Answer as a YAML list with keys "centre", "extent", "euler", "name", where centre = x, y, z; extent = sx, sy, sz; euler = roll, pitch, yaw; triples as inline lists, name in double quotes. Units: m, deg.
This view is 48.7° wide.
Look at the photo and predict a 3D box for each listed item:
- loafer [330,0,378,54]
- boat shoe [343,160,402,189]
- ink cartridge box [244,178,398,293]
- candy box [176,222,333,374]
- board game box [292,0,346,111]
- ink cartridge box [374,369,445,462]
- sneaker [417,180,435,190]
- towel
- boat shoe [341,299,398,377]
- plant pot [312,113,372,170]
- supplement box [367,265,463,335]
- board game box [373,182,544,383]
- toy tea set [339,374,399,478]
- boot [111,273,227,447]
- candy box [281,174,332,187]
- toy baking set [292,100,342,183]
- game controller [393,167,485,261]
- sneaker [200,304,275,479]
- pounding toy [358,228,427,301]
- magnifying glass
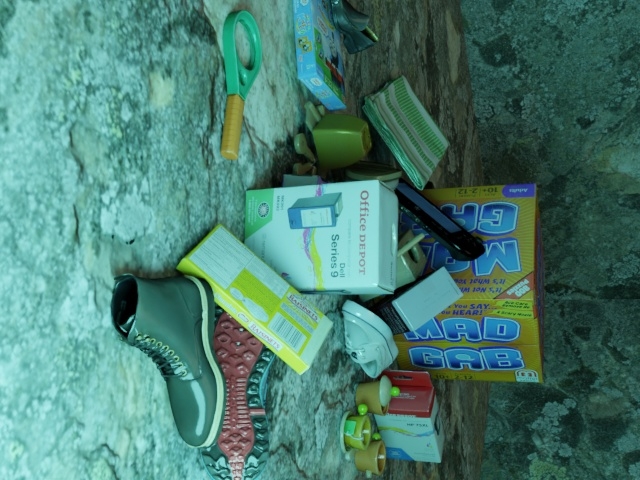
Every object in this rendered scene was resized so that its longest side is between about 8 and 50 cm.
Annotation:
- centre: [0.061, -0.415, 1.327]
  extent: [0.170, 0.061, 0.062]
  euler: [38, 47, -66]
  name: "loafer"
- centre: [0.098, -0.099, 1.391]
  extent: [0.302, 0.113, 0.103]
  euler: [-46, 145, -79]
  name: "boat shoe"
- centre: [0.000, 0.000, 1.034]
  extent: [0.093, 0.213, 0.154]
  euler: [24, 66, -67]
  name: "ink cartridge box"
- centre: [-0.080, 0.073, 0.909]
  extent: [0.206, 0.027, 0.105]
  euler: [42, 30, -4]
  name: "candy box"
- centre: [-0.003, -0.361, 1.276]
  extent: [0.160, 0.039, 0.211]
  euler: [28, 55, -66]
  name: "board game box"
- centre: [0.201, 0.404, 1.624]
  extent: [0.078, 0.134, 0.230]
  euler: [-65, 146, -49]
  name: "ink cartridge box"
- centre: [0.303, -0.097, 2.031]
  extent: [0.188, 0.066, 0.071]
  euler: [-65, 147, -49]
  name: "sneaker"
- centre: [0.218, -0.279, 1.732]
  extent: [0.247, 0.038, 0.325]
  euler: [54, 29, -8]
  name: "towel"
- centre: [0.093, 0.208, 1.421]
  extent: [0.084, 0.095, 0.258]
  euler: [-55, 143, -16]
  name: "boat shoe"
- centre: [0.044, -0.179, 1.265]
  extent: [0.081, 0.083, 0.081]
  euler: [-56, 139, -51]
  name: "plant pot"
- centre: [0.181, 0.132, 1.446]
  extent: [0.073, 0.130, 0.239]
  euler: [56, -17, 4]
  name: "supplement box"
- centre: [0.371, 0.111, 1.783]
  extent: [0.356, 0.357, 0.356]
  euler: [67, 29, -45]
  name: "board game box"
- centre: [0.119, 0.441, 1.422]
  extent: [0.200, 0.125, 0.335]
  euler: [26, 64, -66]
  name: "toy tea set"
- centre: [-0.176, 0.134, 0.781]
  extent: [0.137, 0.077, 0.197]
  euler: [17, 59, -63]
  name: "boot"
- centre: [0.001, -0.009, 1.195]
  extent: [0.196, 0.070, 0.164]
  euler: [19, 76, -62]
  name: "candy box"
- centre: [-0.006, -0.122, 1.293]
  extent: [0.196, 0.030, 0.256]
  euler: [-63, 145, -46]
  name: "toy baking set"
- centre: [0.230, -0.065, 1.583]
  extent: [0.067, 0.319, 0.166]
  euler: [-52, 163, 11]
  name: "game controller"
- centre: [-0.116, 0.198, 0.919]
  extent: [0.125, 0.104, 0.261]
  euler: [108, -12, -55]
  name: "sneaker"
- centre: [0.151, 0.057, 1.435]
  extent: [0.094, 0.181, 0.206]
  euler: [62, 26, -7]
  name: "pounding toy"
- centre: [-0.117, -0.225, 1.014]
  extent: [0.092, 0.026, 0.230]
  euler: [43, 49, -61]
  name: "magnifying glass"
